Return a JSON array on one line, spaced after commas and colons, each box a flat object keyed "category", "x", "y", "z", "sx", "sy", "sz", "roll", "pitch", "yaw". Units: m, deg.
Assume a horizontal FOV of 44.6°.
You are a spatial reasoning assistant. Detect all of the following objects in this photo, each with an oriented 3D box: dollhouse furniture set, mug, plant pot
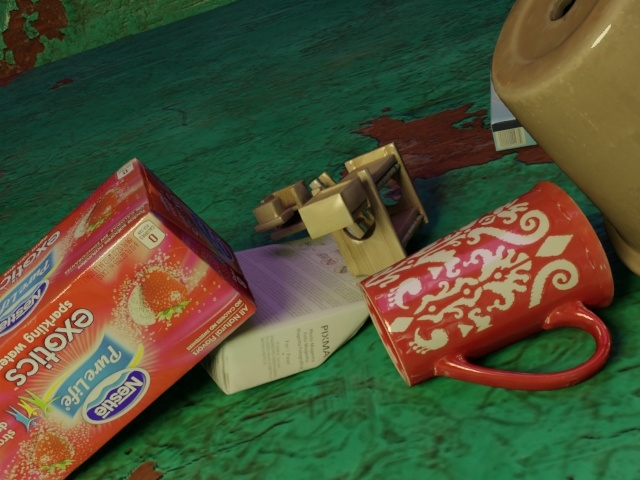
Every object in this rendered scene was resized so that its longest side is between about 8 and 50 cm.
[{"category": "dollhouse furniture set", "x": 0.000, "y": 0.000, "z": 0.752, "sx": 0.161, "sy": 0.101, "sz": 0.182, "roll": -20, "pitch": 12, "yaw": 26}, {"category": "mug", "x": 0.129, "y": 0.045, "z": 0.601, "sx": 0.169, "sy": 0.113, "sz": 0.150, "roll": -24, "pitch": 26, "yaw": -3}, {"category": "plant pot", "x": 0.254, "y": -0.107, "z": 0.553, "sx": 0.263, "sy": 0.229, "sz": 0.263, "roll": -51, "pitch": 22, "yaw": 30}]

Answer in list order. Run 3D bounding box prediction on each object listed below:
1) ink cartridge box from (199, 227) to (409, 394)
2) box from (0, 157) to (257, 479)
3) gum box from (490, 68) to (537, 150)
[{"category": "ink cartridge box", "x": -0.023, "y": 0.056, "z": 0.760, "sx": 0.232, "sy": 0.066, "sz": 0.189, "roll": -9, "pitch": 21, "yaw": -27}, {"category": "box", "x": -0.194, "y": 0.074, "z": 0.639, "sx": 0.257, "sy": 0.128, "sz": 0.122, "roll": -41, "pitch": 32, "yaw": 4}, {"category": "gum box", "x": 0.292, "y": -0.180, "z": 0.970, "sx": 0.157, "sy": 0.041, "sz": 0.184, "roll": -9, "pitch": 30, "yaw": 17}]
